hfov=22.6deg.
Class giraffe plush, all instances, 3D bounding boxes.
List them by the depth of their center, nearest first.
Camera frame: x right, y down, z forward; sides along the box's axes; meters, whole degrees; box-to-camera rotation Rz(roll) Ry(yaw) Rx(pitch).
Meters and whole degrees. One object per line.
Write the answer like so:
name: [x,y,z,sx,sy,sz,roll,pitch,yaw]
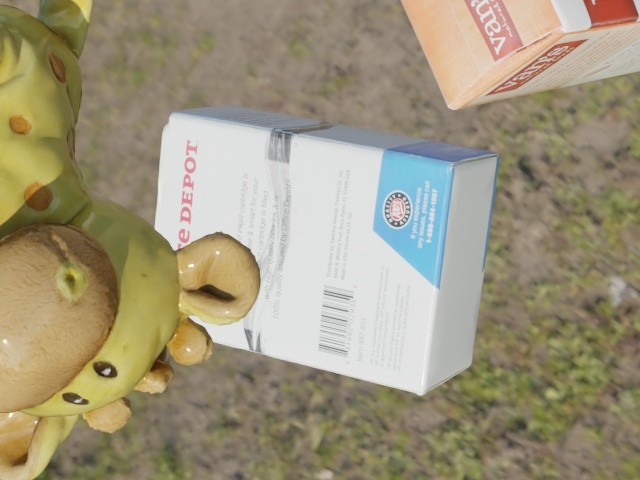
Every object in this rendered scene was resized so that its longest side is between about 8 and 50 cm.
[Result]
giraffe plush: [-0.128,0.001,0.615,0.181,0.210,0.170,-40,82,40]

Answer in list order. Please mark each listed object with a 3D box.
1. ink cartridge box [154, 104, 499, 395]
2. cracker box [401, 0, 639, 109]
ink cartridge box: [0.000,0.000,1.577,0.307,0.129,0.223,12,104,25]
cracker box: [0.115,-0.147,0.627,0.067,0.232,0.155,-33,77,48]
